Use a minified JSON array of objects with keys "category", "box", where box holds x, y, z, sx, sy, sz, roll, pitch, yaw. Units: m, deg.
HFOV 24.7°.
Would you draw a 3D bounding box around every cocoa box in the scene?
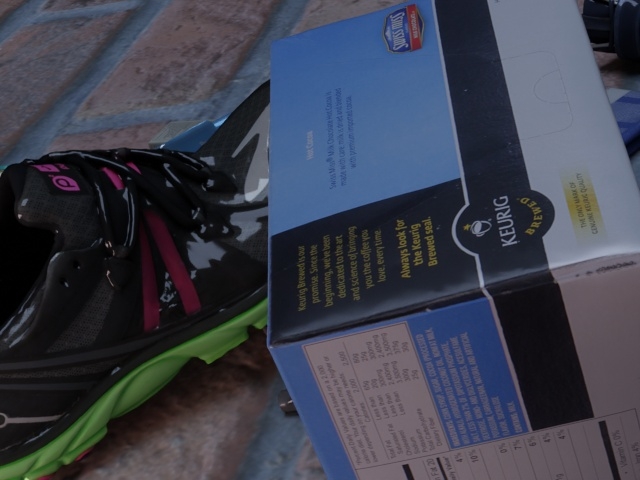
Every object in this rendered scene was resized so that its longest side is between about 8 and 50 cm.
[{"category":"cocoa box","box":[0.101,0.011,0.986,0.228,0.231,0.347,-15,37,10]}]

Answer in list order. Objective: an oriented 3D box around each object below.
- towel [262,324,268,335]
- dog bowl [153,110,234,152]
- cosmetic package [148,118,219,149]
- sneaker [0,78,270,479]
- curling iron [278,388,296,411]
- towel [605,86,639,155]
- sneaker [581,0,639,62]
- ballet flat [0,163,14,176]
[{"category":"towel","box":[0.000,0.000,1.337,0.187,0.049,0.282,-22,27,-13]},{"category":"dog bowl","box":[-0.055,-0.108,1.472,0.297,0.074,0.166,-28,4,-8]},{"category":"cosmetic package","box":[-0.125,-0.105,1.615,0.115,0.041,0.060,0,29,28]},{"category":"sneaker","box":[-0.155,0.002,1.171,0.483,0.202,0.185,-41,33,-26]},{"category":"curling iron","box":[0.097,0.105,1.093,0.274,0.035,0.068,-5,28,18]},{"category":"towel","box":[0.194,-0.113,1.480,0.285,0.034,0.209,13,35,40]},{"category":"sneaker","box":[0.335,-0.211,1.516,0.163,0.086,0.226,13,25,27]},{"category":"ballet flat","box":[-0.436,0.009,1.490,0.349,0.123,0.123,-11,26,11]}]
